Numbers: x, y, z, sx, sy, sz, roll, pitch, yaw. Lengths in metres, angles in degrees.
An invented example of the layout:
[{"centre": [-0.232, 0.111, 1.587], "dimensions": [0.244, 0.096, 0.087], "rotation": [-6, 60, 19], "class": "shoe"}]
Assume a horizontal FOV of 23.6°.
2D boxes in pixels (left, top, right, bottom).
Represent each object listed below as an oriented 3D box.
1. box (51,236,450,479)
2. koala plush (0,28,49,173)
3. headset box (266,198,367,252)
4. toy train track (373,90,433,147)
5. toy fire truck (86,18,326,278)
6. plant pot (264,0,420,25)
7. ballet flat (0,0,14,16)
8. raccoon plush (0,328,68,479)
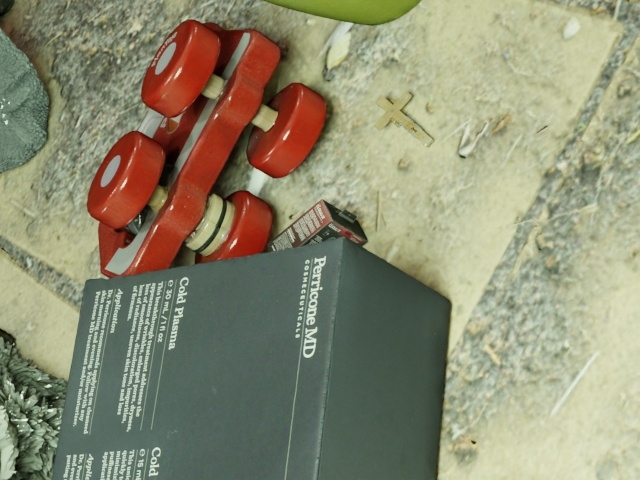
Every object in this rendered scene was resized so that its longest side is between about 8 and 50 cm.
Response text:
[{"centre": [-0.070, 0.201, 1.377], "dimensions": [0.313, 0.179, 0.343], "rotation": [-9, 64, 37], "class": "box"}, {"centre": [-0.445, -0.183, 1.897], "dimensions": [0.196, 0.203, 0.221], "rotation": [-51, 26, -6], "class": "koala plush"}, {"centre": [0.000, 0.000, 1.497], "dimensions": [0.083, 0.062, 0.032], "rotation": [-41, 50, 18], "class": "headset box"}, {"centre": [0.084, -0.117, 1.520], "dimensions": [0.048, 0.014, 0.083], "rotation": [-47, 53, 2], "class": "toy train track"}, {"centre": [-0.146, -0.091, 1.615], "dimensions": [0.302, 0.169, 0.254], "rotation": [-63, 23, -5], "class": "toy fire truck"}, {"centre": [-0.011, -0.340, 1.511], "dimensions": [0.275, 0.293, 0.274], "rotation": [-17, 60, 33], "class": "plant pot"}, {"centre": [-0.479, -0.292, 2.036], "dimensions": [0.173, 0.049, 0.057], "rotation": [-32, 51, 24], "class": "ballet flat"}, {"centre": [-0.424, 0.182, 1.592], "dimensions": [0.446, 0.299, 0.216], "rotation": [23, 85, 44], "class": "raccoon plush"}]
